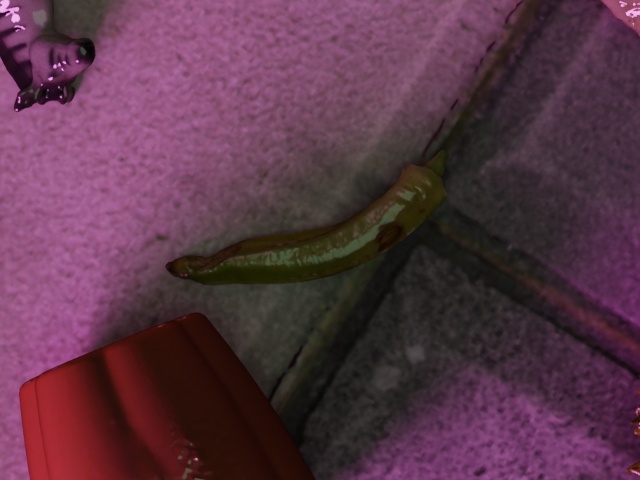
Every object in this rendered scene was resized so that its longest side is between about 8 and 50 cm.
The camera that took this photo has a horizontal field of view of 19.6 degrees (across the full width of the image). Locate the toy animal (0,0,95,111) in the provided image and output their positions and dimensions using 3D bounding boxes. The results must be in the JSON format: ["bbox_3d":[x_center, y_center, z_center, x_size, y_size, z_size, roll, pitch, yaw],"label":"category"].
[{"bbox_3d":[-0.243,-0.183,1.195,0.217,0.073,0.176,11,111,-2],"label":"toy animal"}]

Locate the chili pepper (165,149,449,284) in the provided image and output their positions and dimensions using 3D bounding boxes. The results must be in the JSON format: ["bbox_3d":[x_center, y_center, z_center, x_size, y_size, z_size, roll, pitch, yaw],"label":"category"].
[{"bbox_3d":[0.000,0.001,1.253,0.208,0.043,0.049,-23,111,-1],"label":"chili pepper"}]

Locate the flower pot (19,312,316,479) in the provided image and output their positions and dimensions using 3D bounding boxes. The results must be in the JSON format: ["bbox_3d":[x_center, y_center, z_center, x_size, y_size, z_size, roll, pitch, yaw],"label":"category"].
[{"bbox_3d":[-0.107,0.149,1.205,0.191,0.190,0.173,-24,86,-2],"label":"flower pot"}]

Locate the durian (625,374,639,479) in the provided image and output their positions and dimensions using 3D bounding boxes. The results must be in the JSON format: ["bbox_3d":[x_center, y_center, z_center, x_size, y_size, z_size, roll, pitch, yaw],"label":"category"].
[{"bbox_3d":[0.308,0.101,1.211,0.198,0.163,0.394,13,91,15],"label":"durian"}]

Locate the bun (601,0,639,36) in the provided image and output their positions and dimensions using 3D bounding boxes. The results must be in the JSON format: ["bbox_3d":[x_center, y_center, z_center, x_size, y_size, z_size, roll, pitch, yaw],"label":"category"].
[{"bbox_3d":[0.233,-0.186,1.235,0.115,0.069,0.115,2,76,-7],"label":"bun"}]
